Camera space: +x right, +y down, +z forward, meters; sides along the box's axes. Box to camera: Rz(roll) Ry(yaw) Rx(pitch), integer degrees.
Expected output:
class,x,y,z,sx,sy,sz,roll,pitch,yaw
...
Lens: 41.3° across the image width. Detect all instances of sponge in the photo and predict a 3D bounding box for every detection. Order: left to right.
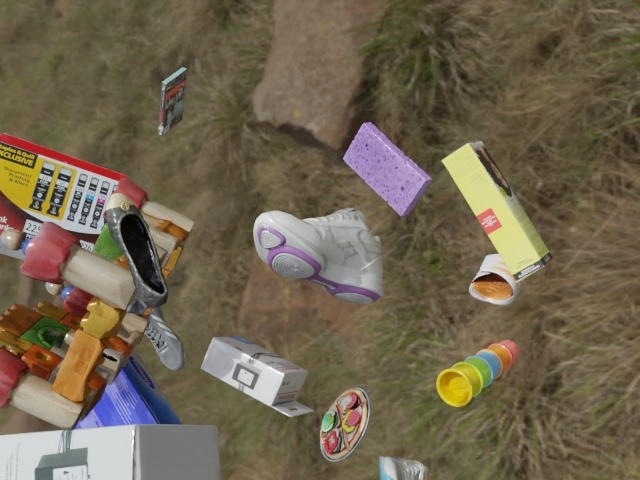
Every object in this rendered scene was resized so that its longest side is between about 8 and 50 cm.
class,x,y,z,sx,sy,sz,roll,pitch,yaw
sponge,0.152,-0.166,1.970,0.210,0.031,0.117,46,130,20

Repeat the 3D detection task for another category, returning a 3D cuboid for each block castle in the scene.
class,x,y,z,sx,sy,sz,roll,pitch,yaw
block castle,-0.391,0.082,1.390,0.303,0.213,0.453,-63,3,14

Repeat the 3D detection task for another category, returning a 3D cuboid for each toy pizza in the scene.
class,x,y,z,sx,sy,sz,roll,pitch,yaw
toy pizza,0.056,0.472,2.195,0.201,0.032,0.201,-43,30,32

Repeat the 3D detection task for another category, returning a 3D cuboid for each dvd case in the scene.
class,x,y,z,sx,sy,sz,roll,pitch,yaw
dvd case,-0.299,-0.281,1.716,0.013,0.087,0.119,19,127,11

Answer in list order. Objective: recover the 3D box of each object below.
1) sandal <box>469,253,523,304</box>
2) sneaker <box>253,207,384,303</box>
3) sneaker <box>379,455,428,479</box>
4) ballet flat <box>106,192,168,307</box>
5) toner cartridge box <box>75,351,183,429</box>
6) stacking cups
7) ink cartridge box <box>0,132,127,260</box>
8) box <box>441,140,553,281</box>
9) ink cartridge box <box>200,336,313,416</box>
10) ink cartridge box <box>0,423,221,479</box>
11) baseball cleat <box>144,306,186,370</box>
class,x,y,z,sx,sy,sz,roll,pitch,yaw
sandal,0.408,0.058,1.886,0.102,0.265,0.076,15,119,25
sneaker,0.000,0.000,1.424,0.114,0.305,0.152,-8,65,37
sneaker,0.172,0.492,1.772,0.092,0.229,0.087,-2,81,13
ballet flat,-0.246,0.010,1.169,0.049,0.058,0.173,-36,75,49
toner cartridge box,-0.330,0.387,1.568,0.165,0.075,0.347,-45,63,13
stacking cups,0.406,0.312,2.121,0.096,0.316,0.096,12,110,34
ink cartridge box,-0.580,-0.090,1.841,0.130,0.310,0.271,-32,44,59
box,0.291,-0.050,1.389,0.058,0.087,0.232,-33,85,26
ink cartridge box,-0.093,0.222,1.406,0.180,0.104,0.060,24,94,22
ink cartridge box,-0.230,0.243,0.897,0.209,0.153,0.086,-9,74,24
baseball cleat,-0.375,0.201,1.874,0.072,0.109,0.205,-41,68,25
